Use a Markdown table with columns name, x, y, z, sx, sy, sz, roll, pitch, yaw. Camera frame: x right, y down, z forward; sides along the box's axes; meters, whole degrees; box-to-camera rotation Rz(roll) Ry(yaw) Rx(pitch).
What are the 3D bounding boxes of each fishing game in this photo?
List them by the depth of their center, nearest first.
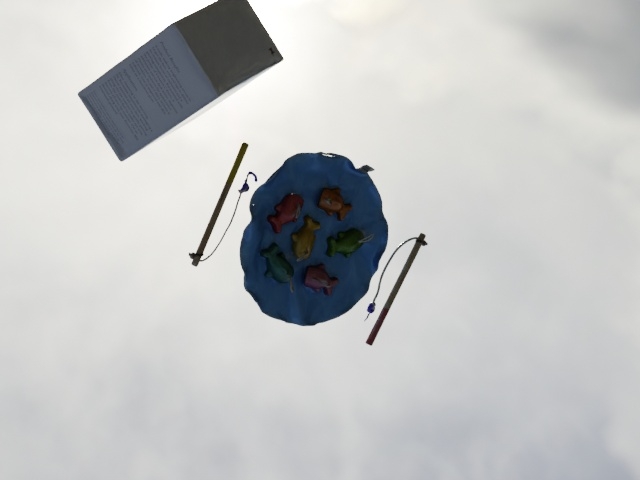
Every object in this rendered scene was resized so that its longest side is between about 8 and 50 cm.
| name | x | y | z | sx | sy | sz | roll | pitch | yaw |
| --- | --- | --- | --- | --- | --- | --- | --- | --- | --- |
| fishing game | 0.000 | 0.000 | 1.953 | 0.264 | 0.189 | 0.041 | 31 | 173 | -34 |

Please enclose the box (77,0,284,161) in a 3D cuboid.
| name | x | y | z | sx | sy | sz | roll | pitch | yaw |
| --- | --- | --- | --- | --- | --- | --- | --- | --- | --- |
| box | -0.149 | -0.175 | 2.000 | 0.091 | 0.170 | 0.130 | 58 | -140 | -3 |
